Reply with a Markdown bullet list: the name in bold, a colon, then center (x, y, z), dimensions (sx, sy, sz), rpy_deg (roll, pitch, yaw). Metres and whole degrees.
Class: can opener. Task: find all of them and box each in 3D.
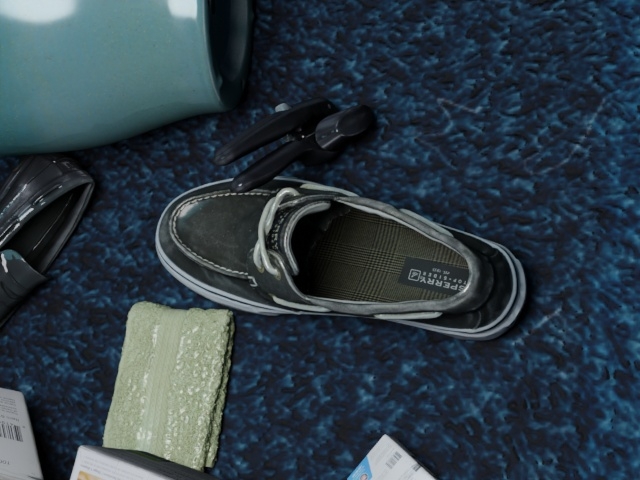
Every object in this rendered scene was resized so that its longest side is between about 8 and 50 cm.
- **can opener**: center (-0.030, -0.083, 1.301), dimensions (0.073, 0.186, 0.059), rpy_deg (-40, 82, 36)

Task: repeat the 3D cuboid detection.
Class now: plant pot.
- **plant pot**: center (-0.198, -0.199, 1.373), dimensions (0.255, 0.271, 0.271), rpy_deg (1, 74, 11)

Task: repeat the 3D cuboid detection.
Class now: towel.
- **towel**: center (-0.129, 0.126, 1.355), dimensions (0.110, 0.027, 0.148), rpy_deg (4, 75, 25)

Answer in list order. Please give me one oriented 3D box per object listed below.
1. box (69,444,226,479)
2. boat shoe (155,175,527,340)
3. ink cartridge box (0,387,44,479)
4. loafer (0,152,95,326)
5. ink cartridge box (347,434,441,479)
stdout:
- **box**: center (-0.147, 0.277, 1.258), dimensions (0.114, 0.103, 0.203), rpy_deg (15, 88, 28)
- **boat shoe**: center (0.000, 0.000, 1.282), dimensions (0.335, 0.119, 0.121), rpy_deg (7, 77, 27)
- **ink cartridge box**: center (-0.315, 0.205, 1.270), dimensions (0.100, 0.172, 0.237), rpy_deg (-67, 25, 19)
- **loafer**: center (-0.281, 0.021, 1.433), dimensions (0.078, 0.076, 0.223), rpy_deg (27, 83, 39)
- **ink cartridge box**: center (0.068, 0.196, 1.238), dimensions (0.083, 0.028, 0.048), rpy_deg (41, 93, 30)
